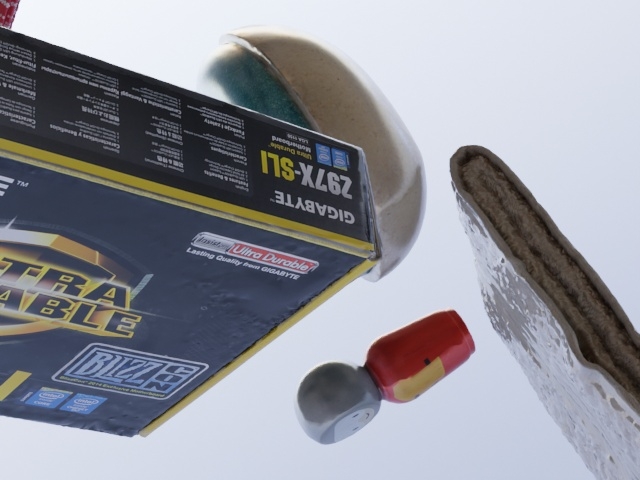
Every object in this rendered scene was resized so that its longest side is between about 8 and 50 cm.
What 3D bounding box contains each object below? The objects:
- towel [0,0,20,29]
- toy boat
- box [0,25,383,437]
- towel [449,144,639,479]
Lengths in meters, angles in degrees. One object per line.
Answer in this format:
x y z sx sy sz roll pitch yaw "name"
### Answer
-0.435 -0.315 1.578 0.199 0.031 0.275 38 -66 29 "towel"
0.000 0.000 0.933 0.148 0.318 0.267 -29 -157 -9 "toy boat"
-0.173 0.003 0.667 0.257 0.322 0.079 -37 -132 42 "box"
0.169 0.084 0.826 0.049 0.187 0.282 -27 -130 -5 "towel"
